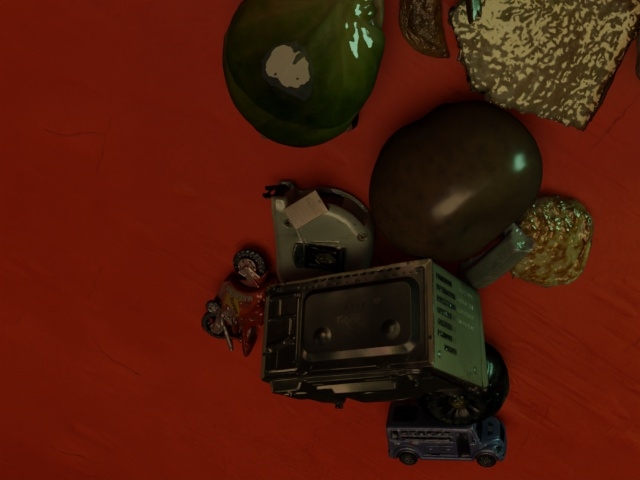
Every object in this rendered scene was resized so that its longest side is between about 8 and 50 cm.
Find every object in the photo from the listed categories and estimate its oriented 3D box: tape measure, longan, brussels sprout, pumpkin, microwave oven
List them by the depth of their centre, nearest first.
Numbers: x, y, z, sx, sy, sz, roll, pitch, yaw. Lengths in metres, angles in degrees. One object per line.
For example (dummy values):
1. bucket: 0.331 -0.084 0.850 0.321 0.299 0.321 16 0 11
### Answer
1. brussels sprout: -0.027 -0.346 1.368 0.289 0.281 0.354 34 112 -9
2. longan: 0.257 -0.113 1.447 0.350 0.288 0.288 -34 108 27
3. microwave oven: 0.120 0.221 1.599 0.395 0.247 0.333 -11 158 30
4. tape measure: -0.001 0.000 1.657 0.246 0.125 0.243 4 122 12
5. pumpkin: 0.327 0.329 1.756 0.233 0.163 0.233 6 128 7

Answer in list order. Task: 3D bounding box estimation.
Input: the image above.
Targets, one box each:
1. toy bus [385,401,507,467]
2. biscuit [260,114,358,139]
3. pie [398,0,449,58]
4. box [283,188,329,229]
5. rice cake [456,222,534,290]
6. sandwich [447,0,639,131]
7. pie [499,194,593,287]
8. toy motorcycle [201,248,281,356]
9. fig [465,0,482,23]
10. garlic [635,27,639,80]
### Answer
1. toy bus: 0.316 0.479 1.873 0.292 0.125 0.133 -3 120 16
2. biscuit: -0.027 -0.245 1.556 0.219 0.055 0.061 -2 131 14
3. pie: 0.195 -0.422 1.411 0.092 0.034 0.169 -2 126 12
4. box: -0.030 -0.065 1.561 0.083 0.024 0.053 -30 96 9
5. rice cake: 0.359 0.042 1.570 0.051 0.081 0.290 -9 159 -18
6. sandwich: 0.385 -0.370 1.341 0.326 0.131 0.262 17 124 0
7. pie: 0.474 0.002 1.568 0.179 0.084 0.205 0 117 -3
8. toy motorcycle: -0.182 0.154 1.814 0.171 0.089 0.298 27 123 -5
9. fig: 0.233 -0.530 1.163 0.286 0.286 0.368 0 105 13
10. garlic: 0.626 -0.313 1.262 0.219 0.212 0.218 0 94 0
